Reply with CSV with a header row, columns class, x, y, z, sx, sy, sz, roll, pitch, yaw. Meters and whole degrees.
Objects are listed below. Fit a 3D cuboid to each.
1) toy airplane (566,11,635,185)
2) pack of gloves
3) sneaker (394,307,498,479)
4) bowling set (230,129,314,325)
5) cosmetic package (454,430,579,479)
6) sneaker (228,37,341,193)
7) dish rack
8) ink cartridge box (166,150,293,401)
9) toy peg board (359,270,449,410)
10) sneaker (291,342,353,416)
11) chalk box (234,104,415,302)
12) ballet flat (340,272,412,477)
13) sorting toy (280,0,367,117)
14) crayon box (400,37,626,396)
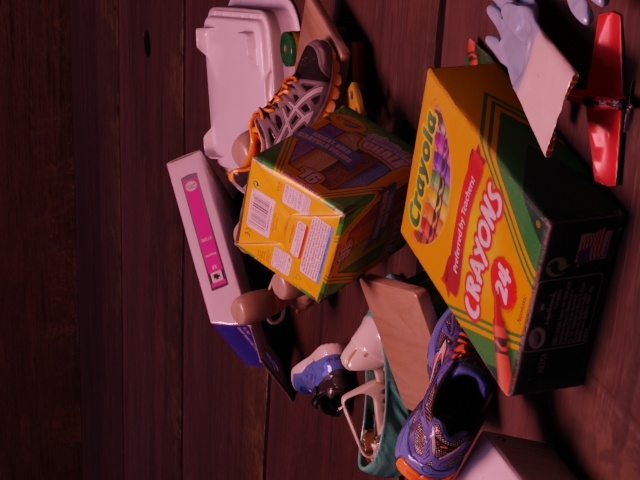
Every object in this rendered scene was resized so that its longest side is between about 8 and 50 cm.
class,x,y,z,sx,sy,sz,roll,pitch,yaw
toy airplane,0.228,-0.126,1.296,0.151,0.028,0.151,175,90,-70
pack of gloves,0.209,-0.214,1.314,0.232,0.046,0.195,-106,24,-53
sneaker,0.143,0.135,1.461,0.087,0.083,0.221,123,169,-55
bowling set,0.000,0.000,1.879,0.200,0.154,0.287,29,125,44
cosmetic package,0.161,0.413,1.390,0.377,0.097,0.284,-64,29,20
sneaker,-0.039,-0.141,1.760,0.084,0.083,0.214,-11,59,71
dish rack,-0.107,-0.209,2.168,0.333,0.072,0.285,-156,61,-67
ink cartridge box,-0.135,0.060,2.253,0.175,0.069,0.370,60,-172,-61
toy peg board,0.129,0.107,1.622,0.160,0.079,0.161,70,164,-11
sneaker,0.002,0.201,2.015,0.152,0.058,0.084,132,137,-57
chalk box,0.029,-0.051,1.674,0.132,0.213,0.132,34,133,24
ballet flat,0.067,0.165,1.770,0.083,0.087,0.247,-157,62,-69
sorting toy,0.018,-0.208,1.840,0.274,0.046,0.132,-116,27,-44
crayon box,0.163,-0.030,1.440,0.318,0.081,0.202,-120,29,-49
